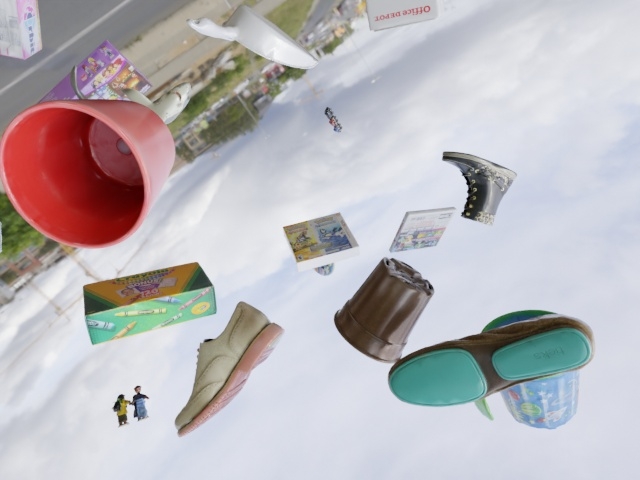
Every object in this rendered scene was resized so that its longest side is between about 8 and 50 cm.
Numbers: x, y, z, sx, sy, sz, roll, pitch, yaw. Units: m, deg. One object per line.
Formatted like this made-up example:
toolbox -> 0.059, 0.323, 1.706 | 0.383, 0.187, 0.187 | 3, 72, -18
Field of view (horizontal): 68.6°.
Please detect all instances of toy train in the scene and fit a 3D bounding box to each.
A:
toy train -> 0.052, -0.483, 1.900 | 0.027, 0.158, 0.036 | 27, -98, 30

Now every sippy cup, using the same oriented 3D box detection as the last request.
sippy cup -> 0.528, 0.326, 1.155 | 0.305, 0.224, 0.240 | -12, -159, 18

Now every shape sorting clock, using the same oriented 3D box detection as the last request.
shape sorting clock -> -0.015, 0.050, 1.875 | 0.040, 0.206, 0.206 | -23, -169, -34

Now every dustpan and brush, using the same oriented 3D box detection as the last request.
dustpan and brush -> -0.113, -0.314, 0.711 | 0.060, 0.147, 0.211 | -52, 158, 20

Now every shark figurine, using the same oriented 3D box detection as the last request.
shark figurine -> -0.439, -0.296, 1.082 | 0.278, 0.166, 0.116 | 7, -164, -4

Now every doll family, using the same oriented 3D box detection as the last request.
doll family -> -0.642, 0.560, 1.589 | 0.193, 0.111, 0.076 | -20, 161, 14

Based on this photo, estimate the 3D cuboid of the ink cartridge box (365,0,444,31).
ink cartridge box -> 0.230, -0.770, 1.335 | 0.211, 0.289, 0.121 | 0, -152, 24

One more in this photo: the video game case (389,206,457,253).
video game case -> 0.350, -0.035, 1.612 | 0.201, 0.183, 0.023 | -7, -132, -25

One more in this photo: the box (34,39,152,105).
box -> -0.597, -0.360, 1.220 | 0.293, 0.057, 0.201 | -43, 176, 0

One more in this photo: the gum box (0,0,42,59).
gum box -> -0.775, -0.568, 1.202 | 0.107, 0.062, 0.188 | -93, -164, -54

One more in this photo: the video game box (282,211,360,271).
video game box -> 0.000, 0.000, 1.498 | 0.205, 0.048, 0.187 | -15, -140, -11

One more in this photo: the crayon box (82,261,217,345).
crayon box -> -0.405, 0.141, 1.116 | 0.278, 0.081, 0.165 | -12, -156, -24

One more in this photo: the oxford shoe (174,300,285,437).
oxford shoe -> -0.256, 0.323, 1.179 | 0.397, 0.146, 0.140 | -50, 169, 9

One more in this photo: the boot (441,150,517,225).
boot -> 0.444, -0.153, 1.379 | 0.085, 0.236, 0.179 | -125, -127, -75

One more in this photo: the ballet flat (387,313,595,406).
ballet flat -> 0.286, 0.200, 0.815 | 0.342, 0.116, 0.124 | -26, 180, 23

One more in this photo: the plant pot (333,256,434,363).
plant pot -> 0.139, 0.134, 0.966 | 0.165, 0.167, 0.167 | -59, -165, 18

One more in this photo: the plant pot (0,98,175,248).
plant pot -> -0.421, -0.156, 0.918 | 0.275, 0.275, 0.243 | -30, -159, 17
